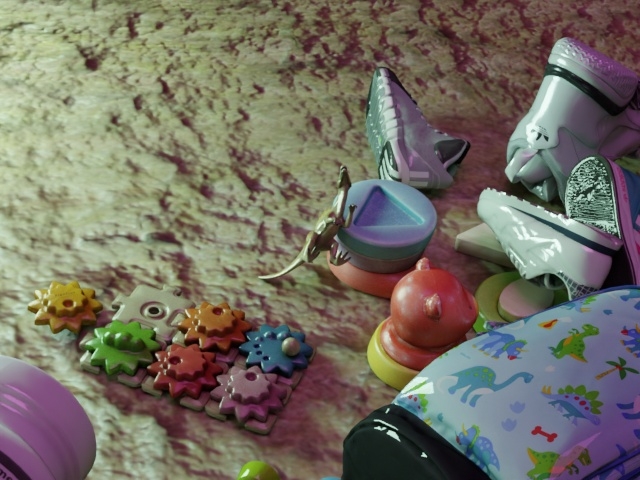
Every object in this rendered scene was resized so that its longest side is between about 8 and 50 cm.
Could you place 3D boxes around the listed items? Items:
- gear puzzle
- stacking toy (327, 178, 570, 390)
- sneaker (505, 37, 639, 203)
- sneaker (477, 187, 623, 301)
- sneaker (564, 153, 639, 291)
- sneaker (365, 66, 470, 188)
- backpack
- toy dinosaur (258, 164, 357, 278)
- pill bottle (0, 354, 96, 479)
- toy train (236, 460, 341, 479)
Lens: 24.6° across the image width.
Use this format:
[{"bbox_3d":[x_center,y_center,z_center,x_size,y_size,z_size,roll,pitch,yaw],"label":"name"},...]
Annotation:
[{"bbox_3d":[-0.180,0.104,1.704,0.339,0.044,0.175,18,40,13],"label":"gear puzzle"},{"bbox_3d":[0.164,0.024,1.792,0.279,0.130,0.309,-9,42,-18],"label":"stacking toy"},{"bbox_3d":[0.378,-0.143,2.036,0.137,0.210,0.366,38,13,31],"label":"sneaker"},{"bbox_3d":[0.260,0.004,1.784,0.090,0.095,0.235,15,9,-33],"label":"sneaker"},{"bbox_3d":[0.395,0.052,1.810,0.178,0.124,0.295,17,62,-34],"label":"sneaker"},{"bbox_3d":[0.140,-0.149,2.051,0.132,0.086,0.228,4,49,-12],"label":"sneaker"},{"bbox_3d":[0.237,0.198,1.396,0.355,0.273,0.290,-6,28,-27],"label":"backpack"},{"bbox_3d":[0.000,0.000,1.781,0.053,0.183,0.092,29,15,-22],"label":"toy dinosaur"},{"bbox_3d":[-0.359,0.282,1.326,0.210,0.210,0.363,17,39,12],"label":"pill bottle"},{"bbox_3d":[-0.087,0.272,1.476,0.248,0.105,0.143,16,29,10],"label":"toy train"}]
